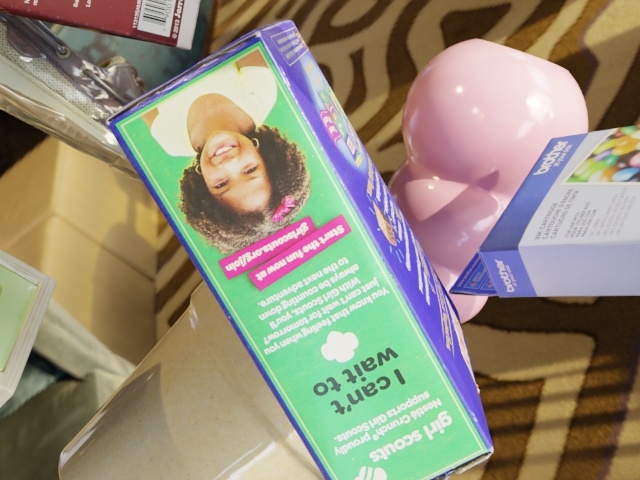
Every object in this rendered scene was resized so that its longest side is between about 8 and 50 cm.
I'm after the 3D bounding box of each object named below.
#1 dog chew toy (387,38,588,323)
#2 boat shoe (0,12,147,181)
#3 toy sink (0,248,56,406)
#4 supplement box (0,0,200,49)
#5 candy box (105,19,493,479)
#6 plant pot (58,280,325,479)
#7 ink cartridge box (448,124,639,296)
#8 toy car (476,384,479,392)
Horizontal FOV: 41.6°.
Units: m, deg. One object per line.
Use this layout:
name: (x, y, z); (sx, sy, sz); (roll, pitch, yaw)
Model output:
dog chew toy: (0.166, -0.052, 0.959); (0.206, 0.206, 0.332); (39, 112, 54)
boat shoe: (-0.198, -0.125, 0.750); (0.103, 0.285, 0.092); (11, 73, 62)
toy sink: (-0.397, 0.062, 0.797); (0.131, 0.234, 0.153); (-41, 27, 31)
supplement box: (-0.210, -0.186, 0.545); (0.130, 0.239, 0.073); (24, 105, 50)
candy box: (0.000, 0.000, 0.652); (0.122, 0.317, 0.268); (-29, 12, 10)
plant pot: (-0.125, 0.235, 1.003); (0.305, 0.334, 0.334); (-41, 36, 1)
ink cartridge box: (0.263, -0.031, 0.694); (0.311, 0.065, 0.186); (-7, 32, 44)
toy car: (0.266, 0.287, 1.473); (0.060, 0.122, 0.041); (-35, 59, 11)
